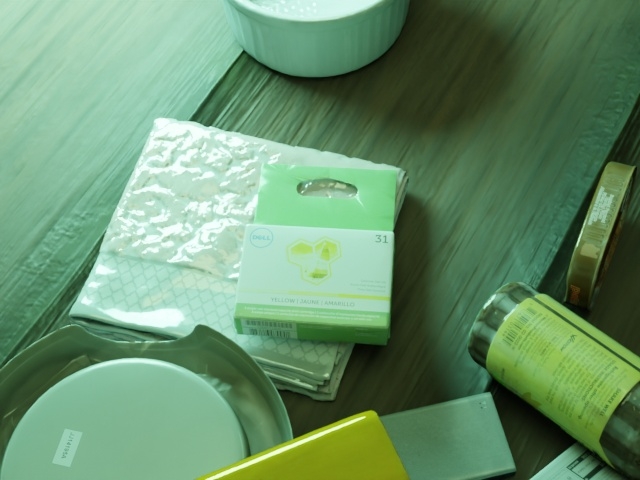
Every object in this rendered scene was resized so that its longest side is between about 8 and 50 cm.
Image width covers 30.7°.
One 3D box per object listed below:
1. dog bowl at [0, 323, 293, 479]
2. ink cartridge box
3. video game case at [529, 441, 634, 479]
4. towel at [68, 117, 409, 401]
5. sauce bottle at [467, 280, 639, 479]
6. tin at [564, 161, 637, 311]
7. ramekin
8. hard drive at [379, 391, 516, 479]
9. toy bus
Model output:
[{"bbox_3d":[-0.198,0.248,1.200,0.349,0.102,0.348,-1,57,2],"label":"dog bowl"},{"bbox_3d":[0.000,0.000,1.322,0.171,0.056,0.235,4,61,4],"label":"ink cartridge box"},{"bbox_3d":[0.285,0.294,1.124,0.206,0.026,0.227,33,38,30],"label":"video game case"},{"bbox_3d":[-0.093,0.007,1.381,0.332,0.053,0.317,14,59,10],"label":"towel"},{"bbox_3d":[0.306,0.172,1.192,0.111,0.111,0.344,-38,53,-20],"label":"sauce bottle"},{"bbox_3d":[0.321,-0.007,1.337,0.040,0.106,0.189,19,60,15],"label":"tin"},{"bbox_3d":[-0.006,-0.349,1.555,0.277,0.135,0.277,-2,58,2],"label":"ramekin"},{"bbox_3d":[0.130,0.221,1.248,0.135,0.022,0.094,-12,58,-5],"label":"hard drive"},{"bbox_3d":[-0.084,0.274,1.041,0.333,0.130,0.108,-20,59,-11],"label":"toy bus"}]
